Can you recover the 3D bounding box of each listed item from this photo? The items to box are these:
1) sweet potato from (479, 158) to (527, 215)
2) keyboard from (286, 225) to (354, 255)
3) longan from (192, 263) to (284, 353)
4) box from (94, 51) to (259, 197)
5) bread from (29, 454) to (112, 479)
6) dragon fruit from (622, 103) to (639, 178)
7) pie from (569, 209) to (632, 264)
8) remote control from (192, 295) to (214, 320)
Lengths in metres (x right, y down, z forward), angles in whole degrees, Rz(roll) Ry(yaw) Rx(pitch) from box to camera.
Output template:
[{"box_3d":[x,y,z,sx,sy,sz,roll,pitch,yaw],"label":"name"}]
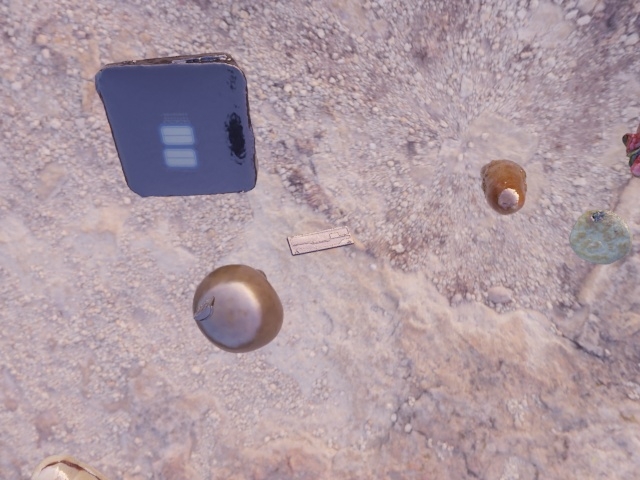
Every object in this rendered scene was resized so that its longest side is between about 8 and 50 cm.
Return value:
[{"box_3d":[0.433,-0.147,1.369,0.109,0.385,0.109,4,111,10],"label":"sweet potato"},{"box_3d":[0.000,0.000,1.325,0.155,0.010,0.053,-10,63,-17],"label":"keyboard"},{"box_3d":[-0.157,0.128,1.138,0.185,0.204,0.159,38,127,-10],"label":"longan"},{"box_3d":[-0.335,-0.271,1.394,0.358,0.091,0.351,-3,125,3],"label":"box"},{"box_3d":[-0.222,0.308,0.628,0.053,0.073,0.214,-34,108,26],"label":"bread"},{"box_3d":[0.640,-0.162,0.961,0.200,0.269,0.198,-36,65,39],"label":"dragon fruit"},{"box_3d":[0.407,-0.004,0.829,0.085,0.017,0.085,5,98,37],"label":"pie"},{"box_3d":[-0.166,0.100,0.832,0.034,0.091,0.016,-39,97,-2],"label":"remote control"}]
